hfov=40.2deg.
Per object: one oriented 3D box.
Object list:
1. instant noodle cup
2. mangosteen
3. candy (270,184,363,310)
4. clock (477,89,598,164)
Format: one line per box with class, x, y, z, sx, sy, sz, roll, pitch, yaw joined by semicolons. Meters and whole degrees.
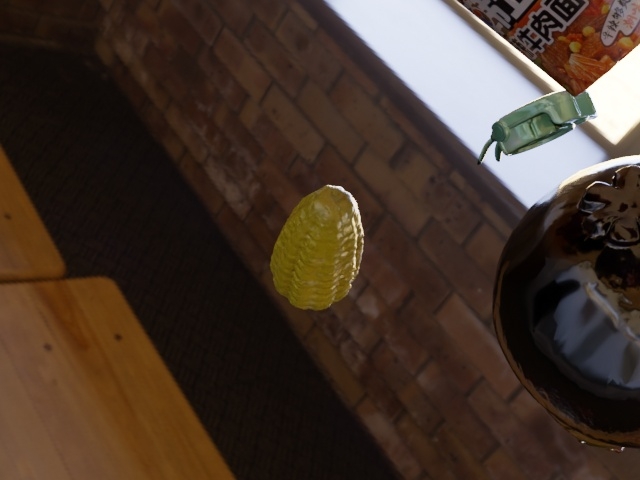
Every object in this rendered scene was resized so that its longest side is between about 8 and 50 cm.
instant noodle cup;0.221;-0.257;0.729;0.192;0.250;0.250;46;29;2
mangosteen;0.417;0.104;1.124;0.382;0.382;0.435;-106;174;-49
candy;0.000;0.000;0.977;0.106;0.199;0.094;-28;69;-20
clock;0.241;-0.128;0.995;0.101;0.135;0.041;-15;82;-49
